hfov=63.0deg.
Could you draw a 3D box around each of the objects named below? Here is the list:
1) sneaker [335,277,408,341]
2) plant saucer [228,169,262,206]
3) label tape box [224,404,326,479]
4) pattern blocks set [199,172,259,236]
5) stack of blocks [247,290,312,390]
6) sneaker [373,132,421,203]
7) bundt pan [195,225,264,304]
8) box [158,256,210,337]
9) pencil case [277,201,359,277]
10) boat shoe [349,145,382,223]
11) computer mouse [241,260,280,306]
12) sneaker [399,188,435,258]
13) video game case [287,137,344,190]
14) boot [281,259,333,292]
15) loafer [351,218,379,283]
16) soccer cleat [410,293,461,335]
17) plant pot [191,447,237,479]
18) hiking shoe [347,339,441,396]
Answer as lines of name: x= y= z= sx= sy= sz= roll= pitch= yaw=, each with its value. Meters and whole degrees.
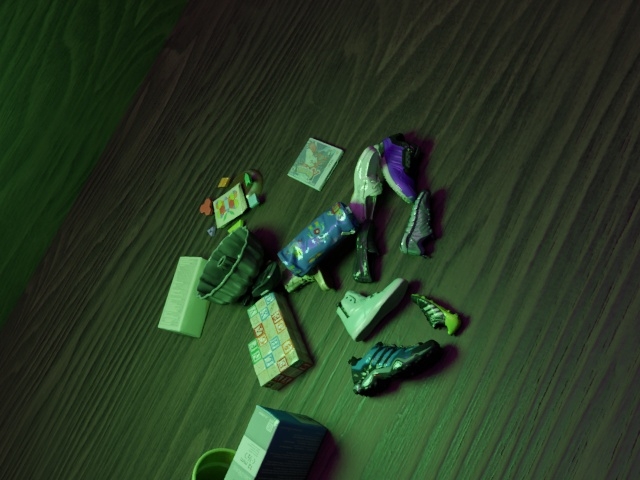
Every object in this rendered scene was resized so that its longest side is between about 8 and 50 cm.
sneaker: x=0.154 y=0.183 z=1.673 sx=0.256 sy=0.094 sz=0.151 roll=-48 pitch=54 yaw=11
plant saucer: x=-0.340 y=-0.231 z=2.296 sx=0.198 sy=0.036 sz=0.199 roll=-17 pitch=59 yaw=31
label tape box: x=-0.152 y=0.690 z=1.559 sx=0.115 sy=0.249 sz=0.348 roll=20 pitch=81 yaw=41
pattern blocks set: x=-0.398 y=-0.149 z=2.267 sx=0.325 sy=0.026 sz=0.286 roll=-43 pitch=57 yaw=24
stack of blocks: x=-0.164 y=0.350 z=1.841 sx=0.171 sy=0.087 sz=0.297 roll=-38 pitch=50 yaw=15
sneaker: x=0.287 y=-0.265 z=1.790 sx=0.146 sy=0.102 sz=0.294 roll=-34 pitch=52 yaw=19
bundt pan: x=-0.335 y=0.110 z=2.019 sx=0.331 sy=0.124 sz=0.331 roll=-40 pitch=29 yaw=28
box: x=-0.541 y=0.232 z=2.164 sx=0.147 sy=0.121 sz=0.311 roll=2 pitch=70 yaw=38
pencil case: x=0.000 y=0.000 z=1.779 sx=0.306 sy=0.119 sz=0.133 roll=-40 pitch=51 yaw=8
boat shoe: x=0.172 y=-0.183 z=1.793 sx=0.096 sy=0.098 sz=0.277 roll=28 pitch=123 yaw=34
computer mouse: x=-0.195 y=0.138 z=1.932 sx=0.262 sy=0.060 sz=0.184 roll=-45 pitch=19 yaw=44
sneaker: x=0.336 y=-0.053 z=1.683 sx=0.098 sy=0.083 sz=0.224 roll=19 pitch=85 yaw=20
video game case: x=-0.021 y=-0.309 z=2.099 sx=0.201 sy=0.023 sz=0.184 roll=30 pitch=88 yaw=42
boot: x=-0.051 y=0.138 z=1.869 sx=0.165 sy=0.077 sz=0.213 roll=-42 pitch=45 yaw=13
loafer: x=0.162 y=0.036 z=1.761 sx=0.078 sy=0.076 sz=0.223 roll=1 pitch=74 yaw=32
soccer cleat: x=0.333 y=0.217 z=1.551 sx=0.178 sy=0.060 sz=0.072 roll=30 pitch=90 yaw=39
plant pot: x=-0.338 y=0.852 z=1.642 sx=0.254 sy=0.276 sz=0.276 roll=-52 pitch=47 yaw=21
hiking shoe: x=0.208 y=0.348 z=1.544 sx=0.304 sy=0.113 sz=0.132 roll=-31 pitch=54 yaw=22
